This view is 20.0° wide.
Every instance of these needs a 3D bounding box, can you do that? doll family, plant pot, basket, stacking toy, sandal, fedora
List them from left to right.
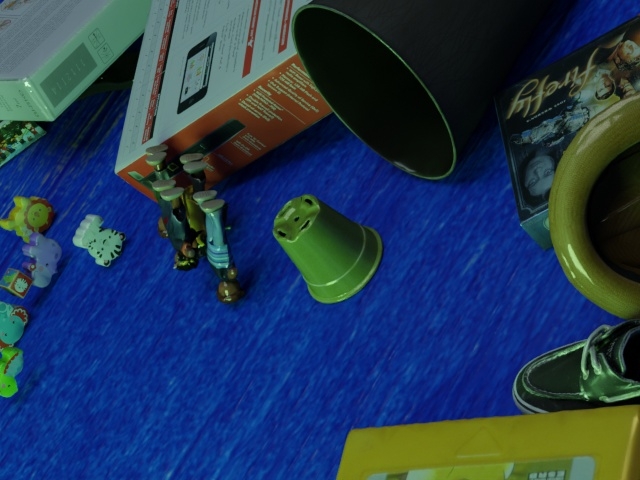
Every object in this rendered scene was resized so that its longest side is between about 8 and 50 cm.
[{"bbox_3d":[-0.312,0.057,1.895,0.167,0.052,0.221,13,68,51],"label":"stacking toy"},{"bbox_3d":[-0.265,-0.197,2.082,0.179,0.040,0.067,-7,52,40],"label":"sandal"},{"bbox_3d":[-0.119,-0.012,1.726,0.076,0.111,0.193,-8,28,-6],"label":"doll family"},{"bbox_3d":[0.000,0.000,1.618,0.083,0.079,0.083,-26,41,25],"label":"plant pot"},{"bbox_3d":[0.112,-0.206,1.622,0.154,0.204,0.227,6,50,53],"label":"basket"},{"bbox_3d":[0.267,-0.029,1.359,0.194,0.194,0.079,-38,2,11],"label":"fedora"}]

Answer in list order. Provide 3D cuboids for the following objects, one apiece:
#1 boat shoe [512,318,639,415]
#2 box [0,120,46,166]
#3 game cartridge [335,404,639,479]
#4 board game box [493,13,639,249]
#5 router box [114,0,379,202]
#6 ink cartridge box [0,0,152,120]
[{"bbox_3d":[0.228,0.088,1.327,0.219,0.070,0.078,-12,49,37],"label":"boat shoe"},{"bbox_3d":[-0.411,-0.166,2.190,0.159,0.044,0.233,-34,39,15],"label":"box"},{"bbox_3d":[0.098,0.276,1.299,0.285,0.052,0.324,-10,49,38],"label":"game cartridge"},{"bbox_3d":[0.266,-0.113,1.497,0.243,0.042,0.165,-29,41,22],"label":"board game box"},{"bbox_3d":[-0.061,-0.233,1.846,0.301,0.082,0.335,-29,39,37],"label":"router box"},{"bbox_3d":[-0.308,-0.255,2.096,0.261,0.066,0.296,6,46,45],"label":"ink cartridge box"}]
